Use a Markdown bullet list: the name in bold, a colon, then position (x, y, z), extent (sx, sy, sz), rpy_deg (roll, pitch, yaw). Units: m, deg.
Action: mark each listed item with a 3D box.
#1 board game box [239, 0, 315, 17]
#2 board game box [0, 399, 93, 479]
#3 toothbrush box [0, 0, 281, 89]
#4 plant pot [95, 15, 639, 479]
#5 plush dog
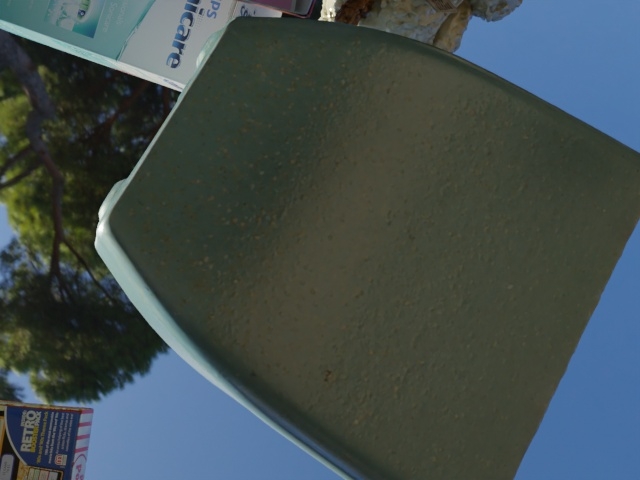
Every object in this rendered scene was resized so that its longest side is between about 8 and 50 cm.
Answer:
- **board game box**: position (-0.075, -0.276, 0.408), extent (0.242, 0.316, 0.064), rpy_deg (9, -122, -16)
- **board game box**: position (-0.303, 0.208, 0.669), extent (0.193, 0.045, 0.147), rpy_deg (6, -101, -1)
- **toothbrush box**: position (-0.204, -0.236, 0.769), extent (0.295, 0.216, 0.126), rpy_deg (19, -85, 2)
- **plant pot**: position (0.000, 0.000, 0.509), extent (0.252, 0.248, 0.247), rpy_deg (33, -102, -12)
- **plush dog**: position (0.081, -0.228, 0.899), extent (0.262, 0.225, 0.211), rpy_deg (20, -120, 19)
